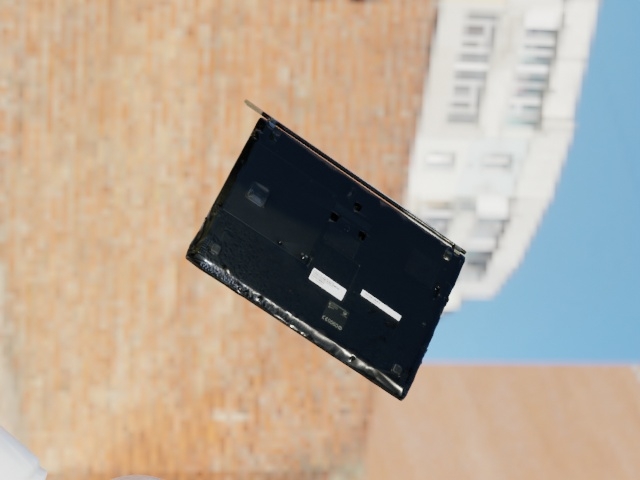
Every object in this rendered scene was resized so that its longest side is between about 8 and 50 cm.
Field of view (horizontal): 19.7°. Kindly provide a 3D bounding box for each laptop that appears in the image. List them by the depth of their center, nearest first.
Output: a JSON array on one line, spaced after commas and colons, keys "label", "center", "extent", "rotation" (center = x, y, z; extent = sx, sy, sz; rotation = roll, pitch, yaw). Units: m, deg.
[{"label": "laptop", "center": [0.000, 0.000, 1.700], "extent": [0.136, 0.234, 0.264], "rotation": [-39, -159, 55]}]

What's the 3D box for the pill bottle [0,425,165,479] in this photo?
[{"label": "pill bottle", "center": [-0.053, 0.188, 0.681], "extent": [0.146, 0.264, 0.146], "rotation": [-48, -178, 3]}]
